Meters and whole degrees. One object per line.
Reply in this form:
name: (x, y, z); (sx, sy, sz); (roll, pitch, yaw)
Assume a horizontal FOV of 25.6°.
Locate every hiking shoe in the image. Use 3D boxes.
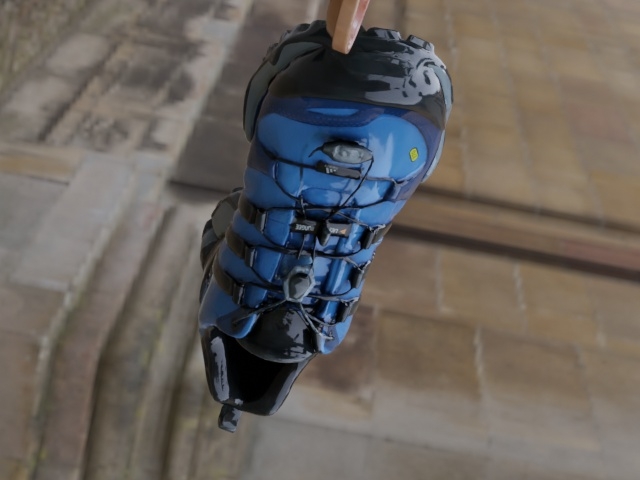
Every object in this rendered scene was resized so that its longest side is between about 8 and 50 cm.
hiking shoe: (0.000, 0.000, 0.777); (0.304, 0.113, 0.132); (115, -19, -60)

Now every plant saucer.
plant saucer: (0.018, -0.119, 0.583); (0.083, 0.013, 0.083); (19, 90, -88)
